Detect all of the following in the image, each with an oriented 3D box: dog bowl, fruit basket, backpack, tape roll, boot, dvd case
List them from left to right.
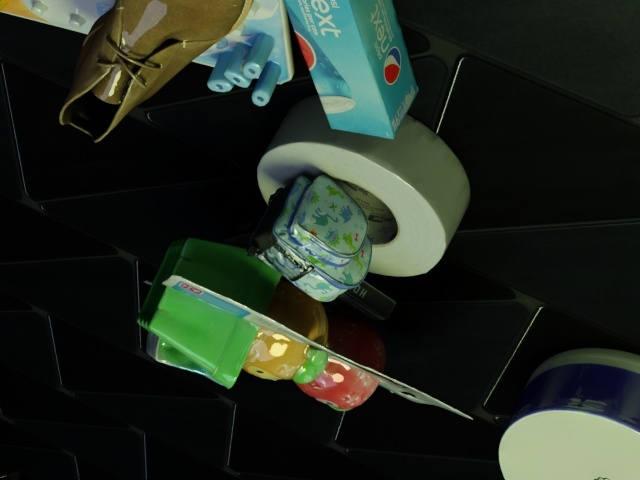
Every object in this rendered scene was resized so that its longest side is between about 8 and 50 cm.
[{"bbox_3d":[-0.147,-0.173,1.116,0.112,0.115,0.305,32,150,-15],"label":"boot"},{"bbox_3d":[-0.034,0.126,1.453,0.353,0.165,0.327,31,172,-11],"label":"fruit basket"},{"bbox_3d":[-0.018,0.034,1.513,0.179,0.030,0.238,34,171,-9],"label":"dvd case"},{"bbox_3d":[0.000,0.000,1.297,0.114,0.105,0.084,41,135,-18],"label":"backpack"},{"bbox_3d":[0.045,-0.055,1.354,0.219,0.072,0.219,22,151,13],"label":"tape roll"},{"bbox_3d":[0.349,0.257,1.505,0.265,0.104,0.265,21,139,19],"label":"dog bowl"}]

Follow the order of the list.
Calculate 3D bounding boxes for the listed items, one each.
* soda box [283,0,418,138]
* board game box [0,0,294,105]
[{"bbox_3d":[0.026,-0.189,1.160,0.071,0.067,0.210,12,147,27],"label":"soda box"},{"bbox_3d":[-0.227,-0.290,1.143,0.390,0.050,0.390,16,153,13],"label":"board game box"}]
